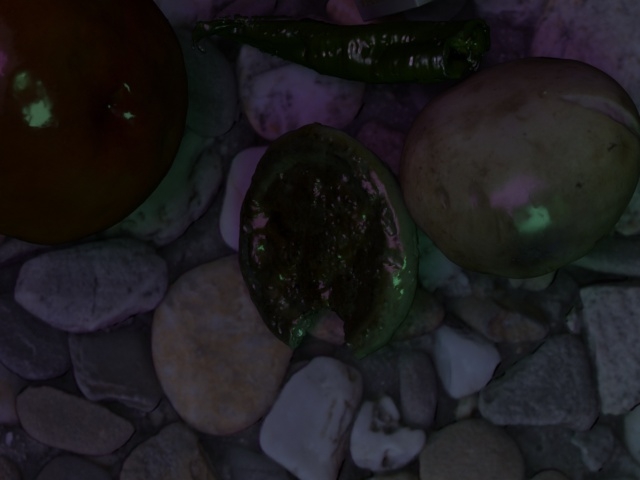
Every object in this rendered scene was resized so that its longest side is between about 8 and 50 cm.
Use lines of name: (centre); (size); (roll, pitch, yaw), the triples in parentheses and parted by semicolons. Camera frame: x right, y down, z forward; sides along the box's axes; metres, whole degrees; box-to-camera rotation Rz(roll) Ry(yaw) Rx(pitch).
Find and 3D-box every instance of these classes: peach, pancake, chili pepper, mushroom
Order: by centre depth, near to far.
mushroom: (0.197, -0.074, 1.445); (0.255, 0.184, 0.255); (-26, 32, 18)
pancake: (0.000, 0.000, 1.550); (0.253, 0.037, 0.253); (7, 100, 43)
chili pepper: (0.015, -0.201, 1.556); (0.359, 0.076, 0.085); (9, 53, 41)
peach: (-0.297, -0.160, 1.577); (0.301, 0.343, 0.343); (5, 84, 45)

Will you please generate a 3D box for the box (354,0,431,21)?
box: (0.052, -0.347, 1.515); (0.067, 0.149, 0.233); (-26, 100, -20)
